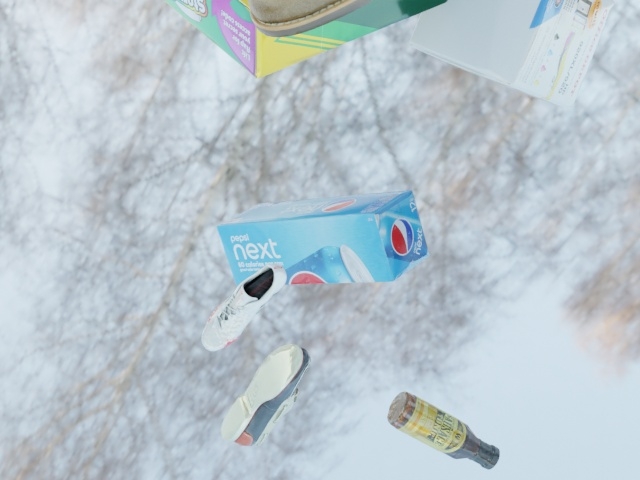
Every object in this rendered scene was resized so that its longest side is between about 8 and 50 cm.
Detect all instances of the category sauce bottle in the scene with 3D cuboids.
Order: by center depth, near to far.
[{"bbox_3d":[0.132,0.202,1.356,0.128,0.042,0.042,27,-141,-18],"label":"sauce bottle"}]

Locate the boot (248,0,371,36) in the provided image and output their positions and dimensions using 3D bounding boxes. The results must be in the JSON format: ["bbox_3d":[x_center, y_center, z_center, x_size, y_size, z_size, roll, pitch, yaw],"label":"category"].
[{"bbox_3d":[0.046,-0.277,1.020,0.115,0.305,0.112,37,-150,-42],"label":"boot"}]

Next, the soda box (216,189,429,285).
[{"bbox_3d":[0.000,0.000,1.284,0.067,0.210,0.071,-32,-69,-45],"label":"soda box"}]

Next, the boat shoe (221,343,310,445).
[{"bbox_3d":[-0.047,0.155,1.281,0.043,0.137,0.049,21,-149,-30],"label":"boat shoe"}]

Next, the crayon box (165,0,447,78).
[{"bbox_3d":[-0.062,-0.384,1.670,0.313,0.106,0.363,-25,-130,-29],"label":"crayon box"}]

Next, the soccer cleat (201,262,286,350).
[{"bbox_3d":[-0.059,0.048,0.954,0.029,0.083,0.035,46,180,14],"label":"soccer cleat"}]

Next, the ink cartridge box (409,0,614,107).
[{"bbox_3d":[0.269,-0.300,1.786,0.168,0.171,0.232,27,-169,29],"label":"ink cartridge box"}]
